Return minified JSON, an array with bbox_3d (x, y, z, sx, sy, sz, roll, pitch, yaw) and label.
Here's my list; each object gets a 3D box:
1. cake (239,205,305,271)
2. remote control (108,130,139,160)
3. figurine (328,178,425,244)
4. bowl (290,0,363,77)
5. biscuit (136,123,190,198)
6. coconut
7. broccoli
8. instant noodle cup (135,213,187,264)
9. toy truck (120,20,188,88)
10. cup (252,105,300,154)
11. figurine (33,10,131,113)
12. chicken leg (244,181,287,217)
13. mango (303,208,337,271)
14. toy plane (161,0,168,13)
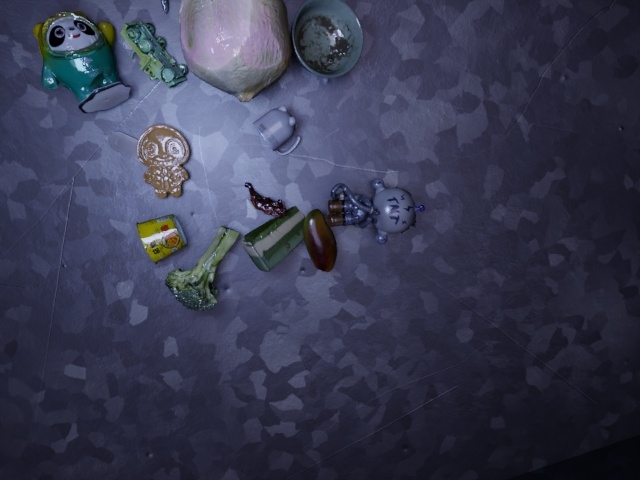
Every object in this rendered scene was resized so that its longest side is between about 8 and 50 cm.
[{"bbox_3d":[-0.196,-0.012,1.937,0.283,0.172,0.158,-42,109,-31],"label":"cake"},{"bbox_3d":[-0.716,-0.354,1.841,0.245,0.022,0.077,25,95,-10],"label":"remote control"},{"bbox_3d":[0.219,-0.114,1.891,0.381,0.186,0.261,-3,106,-9],"label":"figurine"},{"bbox_3d":[0.004,-0.752,1.757,0.289,0.146,0.289,-4,100,-23],"label":"bowl"},{"bbox_3d":[-0.614,-0.309,1.830,0.202,0.044,0.289,-1,98,-7],"label":"biscuit"},{"bbox_3d":[-0.288,-0.678,1.641,0.404,0.404,0.405,-1,100,-5],"label":"coconut"},{"bbox_3d":[-0.465,0.103,1.887,0.221,0.252,0.361,32,61,-13],"label":"broccoli"},{"bbox_3d":[-0.621,-0.015,1.841,0.144,0.182,0.182,-24,101,-9],"label":"instant noodle cup"},{"bbox_3d":[-0.632,-0.684,1.755,0.135,0.128,0.259,-37,104,28],"label":"toy truck"},{"bbox_3d":[-0.157,-0.429,1.823,0.142,0.134,0.173,-37,100,0],"label":"cup"},{"bbox_3d":[-0.862,-0.655,1.685,0.323,0.231,0.340,-30,93,-25],"label":"figurine"},{"bbox_3d":[-0.227,-0.155,1.881,0.219,0.048,0.089,28,59,7],"label":"chicken leg"},{"bbox_3d":[0.000,0.000,1.919,0.133,0.111,0.268,-22,106,-27],"label":"mango"},{"bbox_3d":[-0.589,-0.966,1.725,0.225,0.058,0.226,-10,101,-20],"label":"toy plane"}]
